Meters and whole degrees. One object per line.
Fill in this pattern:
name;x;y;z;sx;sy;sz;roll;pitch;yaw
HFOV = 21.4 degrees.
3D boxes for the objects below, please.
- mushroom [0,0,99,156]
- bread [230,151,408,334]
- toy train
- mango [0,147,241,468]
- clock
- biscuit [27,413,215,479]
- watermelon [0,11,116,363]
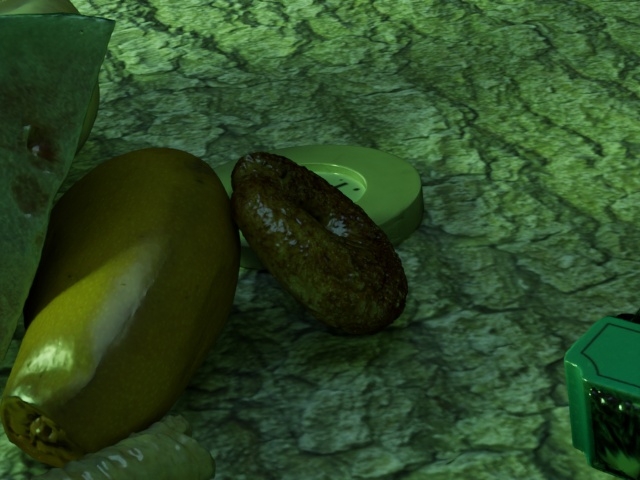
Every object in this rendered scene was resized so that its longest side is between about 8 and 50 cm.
mushroom;-0.388;-0.185;1.681;0.353;0.353;0.325;21;-5;41
bread;0.000;0.000;1.386;0.064;0.193;0.193;-44;22;16
toy train;0.271;0.109;1.187;0.198;0.107;0.154;18;42;38
mango;-0.152;0.042;1.337;0.187;0.144;0.359;-31;27;19
clock;-0.020;-0.034;1.600;0.235;0.029;0.235;-5;25;3
biscuit;-0.165;0.175;1.156;0.219;0.055;0.061;-18;68;-40
watermelon;-0.300;-0.017;1.307;0.387;0.258;0.228;-30;-7;-9
